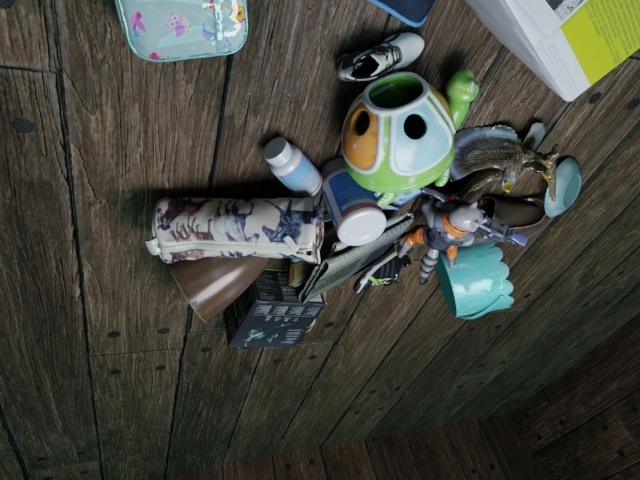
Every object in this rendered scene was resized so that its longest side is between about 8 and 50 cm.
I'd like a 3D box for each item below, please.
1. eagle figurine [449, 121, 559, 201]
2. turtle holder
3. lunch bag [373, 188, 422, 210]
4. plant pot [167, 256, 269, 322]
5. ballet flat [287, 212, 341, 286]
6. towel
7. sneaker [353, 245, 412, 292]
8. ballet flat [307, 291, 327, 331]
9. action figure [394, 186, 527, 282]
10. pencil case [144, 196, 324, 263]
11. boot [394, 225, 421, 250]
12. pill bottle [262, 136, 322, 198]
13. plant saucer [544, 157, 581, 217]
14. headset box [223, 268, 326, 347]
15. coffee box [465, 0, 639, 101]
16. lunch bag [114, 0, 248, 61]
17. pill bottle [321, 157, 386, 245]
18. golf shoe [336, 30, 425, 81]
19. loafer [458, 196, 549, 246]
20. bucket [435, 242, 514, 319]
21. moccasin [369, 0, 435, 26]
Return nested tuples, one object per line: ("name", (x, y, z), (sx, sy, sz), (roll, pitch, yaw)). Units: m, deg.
("eagle figurine", (0.489, -0.203, 1.311), (0.299, 0.225, 0.226), (2, 104, 25))
("turtle holder", (0.204, -0.245, 1.056), (0.321, 0.243, 0.227), (-7, 142, 7))
("lunch bag", (0.178, -0.139, 1.304), (0.129, 0.096, 0.151), (16, 144, -39))
("plant pot", (-0.264, 0.071, 1.301), (0.231, 0.215, 0.215), (-32, 142, -8))
("ballet flat", (0.000, 0.000, 1.388), (0.342, 0.116, 0.124), (-36, 118, 20))
("towel", (0.090, 0.052, 1.397), (0.324, 0.056, 0.312), (-27, 165, -28))
("sneaker", (0.209, 0.105, 1.519), (0.235, 0.097, 0.084), (-38, 173, -23))
("ballet flat", (-0.022, 0.241, 1.674), (0.080, 0.073, 0.232), (0, 137, -23))
("action figure", (0.389, 0.003, 1.349), (0.342, 0.178, 0.330), (24, 154, 5))
("pencil case", (-0.195, -0.023, 1.153), (0.411, 0.183, 0.159), (0, 115, -2))
("boot", (0.291, -0.013, 1.537), (0.119, 0.042, 0.087), (20, 121, -39))
("pill bottle", (-0.068, -0.176, 1.158), (0.087, 0.087, 0.160), (-30, 140, 13))
("plant saucer", (0.768, -0.159, 1.481), (0.195, 0.037, 0.194), (-18, 121, -34))
("headset box", (-0.160, 0.236, 1.567), (0.247, 0.131, 0.283), (7, 134, -29))
("coffee box", (0.396, -0.508, 0.760), (0.334, 0.337, 0.338), (-41, 136, 24))
("lunch bag", (-0.226, -0.440, 0.769), (0.224, 0.107, 0.279), (-9, 140, -13))
("pill bottle", (0.073, -0.105, 1.192), (0.125, 0.221, 0.124), (-11, 141, -9))
("golf shoe", (0.134, -0.375, 0.995), (0.198, 0.094, 0.077), (-22, 121, 1))
("loafer", (0.557, -0.070, 1.498), (0.366, 0.133, 0.130), (-13, 141, -8))
("bucket", (0.510, 0.125, 1.611), (0.183, 0.281, 0.281), (-15, 141, 5))
("moccasin", (0.084, -0.500, 0.833), (0.342, 0.137, 0.116), (2, 134, -45))
